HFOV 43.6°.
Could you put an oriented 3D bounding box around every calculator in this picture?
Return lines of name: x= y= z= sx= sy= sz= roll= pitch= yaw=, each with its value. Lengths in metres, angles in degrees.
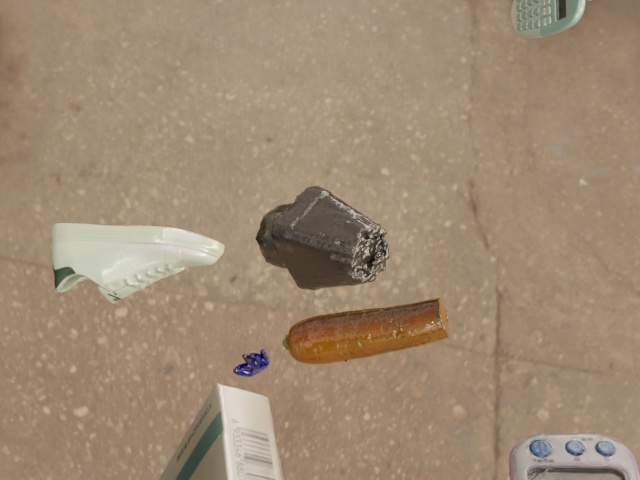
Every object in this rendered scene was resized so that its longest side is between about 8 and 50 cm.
calculator: x=0.329 y=-0.338 z=1.129 sx=0.021 sy=0.153 sz=0.095 roll=3 pitch=84 yaw=-36

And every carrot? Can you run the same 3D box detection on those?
carrot: x=0.056 y=0.123 z=1.058 sx=0.225 sy=0.067 sz=0.067 roll=-12 pitch=53 yaw=18

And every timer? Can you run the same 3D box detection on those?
timer: x=0.418 y=0.406 z=1.319 sx=0.208 sy=0.069 sz=0.191 roll=-1 pitch=37 yaw=9

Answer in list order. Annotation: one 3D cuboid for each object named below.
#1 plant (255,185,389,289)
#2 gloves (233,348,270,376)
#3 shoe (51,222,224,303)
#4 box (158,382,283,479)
plant: x=0.000 y=0.000 z=1.418 sx=0.256 sy=0.164 sz=0.142 roll=13 pitch=51 yaw=39
gloves: x=-0.114 y=0.203 z=1.315 sx=0.064 sy=0.086 sz=0.026 roll=-31 pitch=70 yaw=-7
shoe: x=-0.384 y=0.054 z=1.652 sx=0.363 sy=0.132 sz=0.160 roll=4 pitch=83 yaw=5
box: x=-0.140 y=0.335 z=0.799 sx=0.065 sy=0.343 sz=0.200 roll=20 pitch=26 yaw=-24
